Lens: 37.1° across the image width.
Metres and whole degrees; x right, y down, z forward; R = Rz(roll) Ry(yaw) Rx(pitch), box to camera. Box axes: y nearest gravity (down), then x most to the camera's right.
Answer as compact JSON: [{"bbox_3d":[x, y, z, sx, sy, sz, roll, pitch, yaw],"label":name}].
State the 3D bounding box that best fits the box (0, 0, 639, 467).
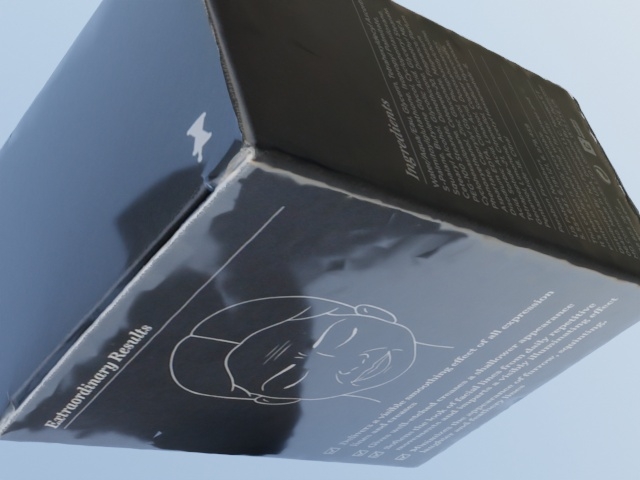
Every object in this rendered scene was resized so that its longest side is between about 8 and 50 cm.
[{"bbox_3d":[0.000,0.000,0.688,0.396,0.293,0.212,15,-135,-40],"label":"box"}]
